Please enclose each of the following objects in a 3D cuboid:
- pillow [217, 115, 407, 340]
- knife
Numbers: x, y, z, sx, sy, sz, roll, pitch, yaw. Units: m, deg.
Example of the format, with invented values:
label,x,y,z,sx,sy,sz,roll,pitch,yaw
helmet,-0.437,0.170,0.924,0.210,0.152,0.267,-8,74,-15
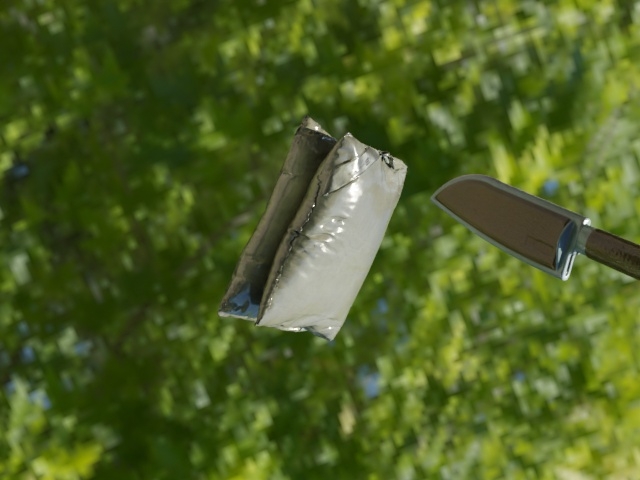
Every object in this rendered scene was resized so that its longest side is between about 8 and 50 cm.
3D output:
label,x,y,z,sx,sy,sz,roll,pitch,yaw
pillow,0.000,0.000,1.658,0.078,0.134,0.181,28,-87,33
knife,0.216,0.003,1.786,0.027,0.061,0.343,7,-166,-43
